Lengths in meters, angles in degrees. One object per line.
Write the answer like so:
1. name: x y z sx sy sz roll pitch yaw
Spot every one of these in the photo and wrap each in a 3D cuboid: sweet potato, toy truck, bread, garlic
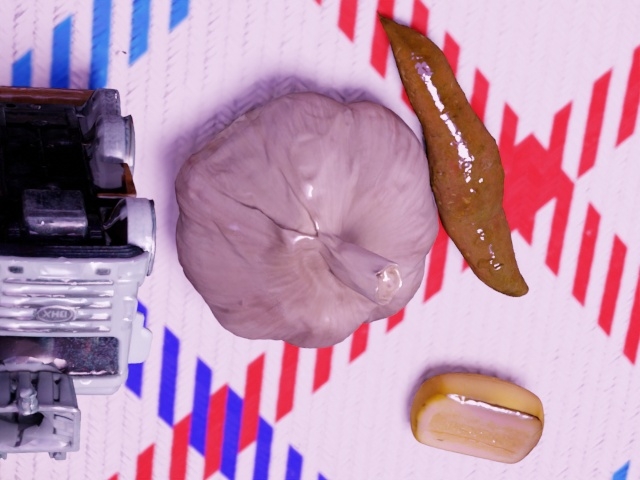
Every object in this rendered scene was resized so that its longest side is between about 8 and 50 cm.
1. sweet potato: 0.111 -0.065 1.451 0.067 0.067 0.274 -24 113 0
2. toy truck: -0.196 0.018 1.262 0.133 0.338 0.184 1 116 -13
3. bread: 0.137 0.147 1.563 0.115 0.056 0.082 12 132 -5
4. garlic: 0.000 0.000 1.373 0.218 0.212 0.219 -6 113 -15
